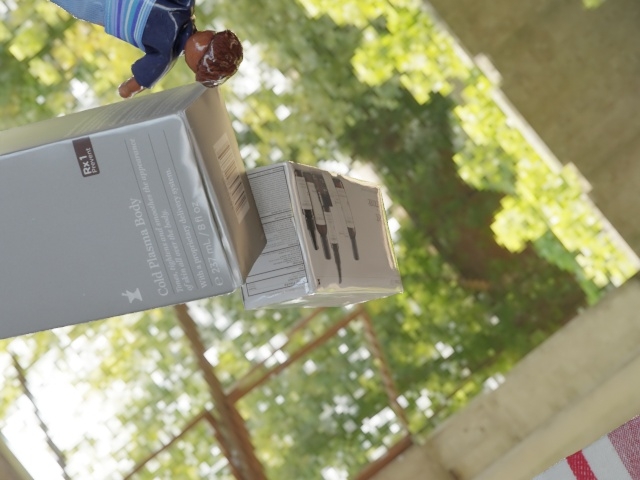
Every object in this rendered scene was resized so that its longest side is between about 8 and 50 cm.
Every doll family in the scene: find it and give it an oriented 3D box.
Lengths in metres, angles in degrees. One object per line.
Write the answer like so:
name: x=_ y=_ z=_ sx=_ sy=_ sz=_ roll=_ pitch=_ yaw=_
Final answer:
doll family: x=-0.063 y=-0.151 z=0.637 sx=0.111 sy=0.193 sz=0.076 roll=29 pitch=-136 yaw=16

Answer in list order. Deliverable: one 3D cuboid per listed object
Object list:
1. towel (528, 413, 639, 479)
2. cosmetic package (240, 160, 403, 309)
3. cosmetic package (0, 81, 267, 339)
towel: x=0.170 y=0.271 z=0.944 sx=0.037 sy=0.329 sz=0.237 roll=-5 pitch=-117 yaw=-54
cosmetic package: x=0.000 y=0.000 z=1.129 sx=0.239 sy=0.060 sz=0.099 roll=4 pitch=-105 yaw=-72
cosmetic package: x=-0.168 y=-0.015 z=0.970 sx=0.107 sy=0.238 sz=0.127 roll=-67 pitch=-40 yaw=-69
